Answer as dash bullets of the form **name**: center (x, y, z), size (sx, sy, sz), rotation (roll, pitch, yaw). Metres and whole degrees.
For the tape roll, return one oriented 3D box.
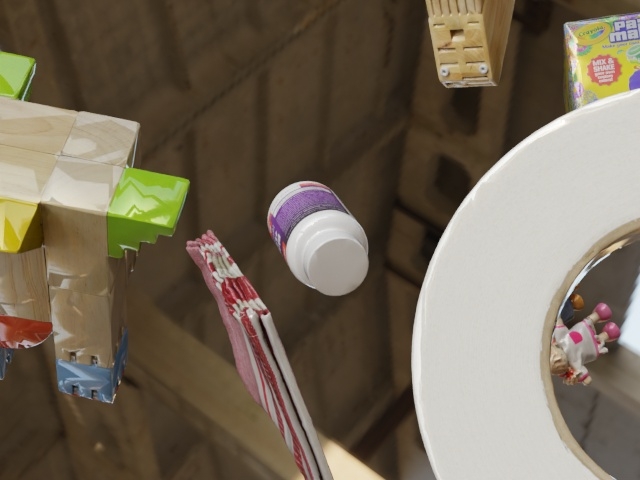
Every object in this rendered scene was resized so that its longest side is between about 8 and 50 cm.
- **tape roll**: center (0.257, 0.087, 0.885), size (0.392, 0.392, 0.072), rotation (-57, -12, -1)

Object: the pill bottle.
- **pill bottle**: center (0.000, 0.000, 1.674), size (0.108, 0.193, 0.108), rotation (-5, -69, -13)

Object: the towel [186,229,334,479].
- **towel**: center (-0.067, 0.133, 1.394), size (0.037, 0.329, 0.237), rotation (-24, -72, -8)

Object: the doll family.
- **doll family**: center (0.270, 0.075, 1.679), size (0.163, 0.263, 0.118), rotation (-26, 3, -36)

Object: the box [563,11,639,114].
- **box**: center (0.526, -0.219, 1.950), size (0.279, 0.290, 0.177), rotation (56, -152, -70)

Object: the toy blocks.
- **toy blocks**: center (-0.294, 0.004, 1.016), size (0.261, 0.381, 0.191), rotation (99, -177, -49)

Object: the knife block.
- **knife block**: center (0.244, -0.391, 1.894), size (0.242, 0.088, 0.276), rotation (-40, -56, -49)
